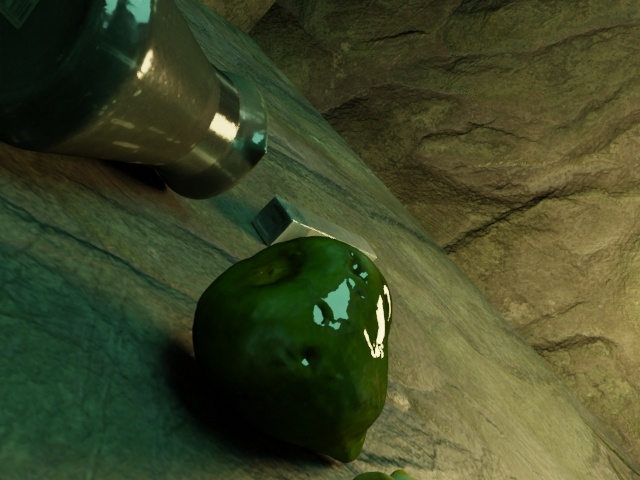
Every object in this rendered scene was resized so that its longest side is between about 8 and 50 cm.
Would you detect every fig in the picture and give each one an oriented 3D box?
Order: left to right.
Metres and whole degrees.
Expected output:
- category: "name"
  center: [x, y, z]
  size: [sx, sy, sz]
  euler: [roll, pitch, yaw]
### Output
- category: "fig"
  center: [-0.005, 0.140, 0.655]
  size: [0.206, 0.206, 0.275]
  euler: [-97, 169, -66]

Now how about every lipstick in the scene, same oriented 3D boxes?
- category: "lipstick"
  center: [0.000, 0.000, 1.197]
  size: [0.317, 0.068, 0.066]
  euler: [22, 27, -55]

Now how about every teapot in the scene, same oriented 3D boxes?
- category: "teapot"
  center: [-0.250, -0.194, 0.785]
  size: [0.300, 0.253, 0.344]
  euler: [18, -6, 27]

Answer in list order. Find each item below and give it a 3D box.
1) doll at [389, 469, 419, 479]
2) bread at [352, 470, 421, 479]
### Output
- category: "doll"
  center: [0.113, 0.311, 0.709]
  size: [0.113, 0.071, 0.135]
  euler: [53, 10, -3]
- category: "bread"
  center: [0.100, 0.334, 0.492]
  size: [0.173, 0.121, 0.311]
  euler: [33, 19, -26]
